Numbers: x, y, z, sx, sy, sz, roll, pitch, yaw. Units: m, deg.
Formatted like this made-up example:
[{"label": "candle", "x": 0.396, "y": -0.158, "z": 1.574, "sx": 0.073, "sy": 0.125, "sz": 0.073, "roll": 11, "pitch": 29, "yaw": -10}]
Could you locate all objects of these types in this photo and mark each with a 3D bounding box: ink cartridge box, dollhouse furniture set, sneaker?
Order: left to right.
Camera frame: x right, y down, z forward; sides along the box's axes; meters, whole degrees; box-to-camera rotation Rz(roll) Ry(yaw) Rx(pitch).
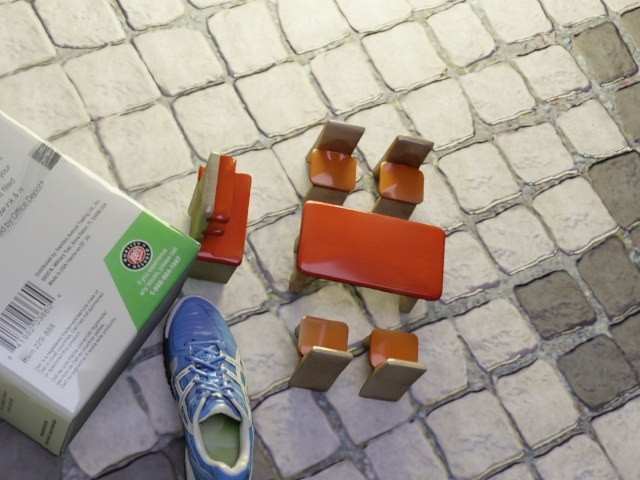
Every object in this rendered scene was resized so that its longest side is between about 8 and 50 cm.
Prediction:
[{"label": "ink cartridge box", "x": -0.291, "y": 0.021, "z": 1.203, "sx": 0.289, "sy": 0.121, "sz": 0.211, "roll": 35, "pitch": 60, "yaw": 1}, {"label": "sneaker", "x": -0.096, "y": 0.144, "z": 1.229, "sx": 0.080, "sy": 0.081, "sz": 0.211, "roll": -7, "pitch": 66, "yaw": -19}, {"label": "dollhouse furniture set", "x": 0.000, "y": 0.000, "z": 1.297, "sx": 0.259, "sy": 0.135, "sz": 0.262, "roll": 11, "pitch": 63, "yaw": -12}]
